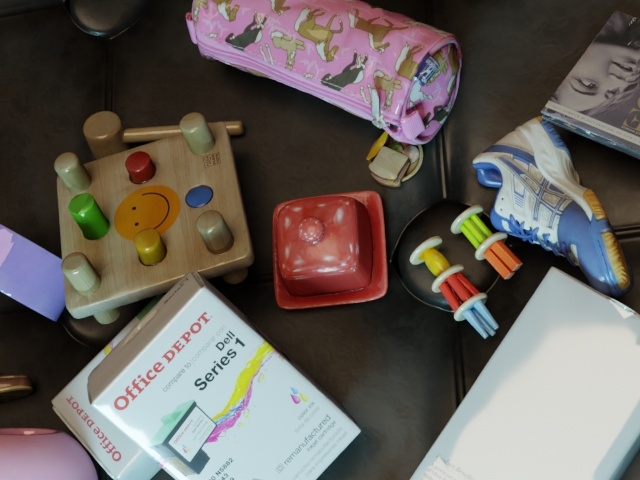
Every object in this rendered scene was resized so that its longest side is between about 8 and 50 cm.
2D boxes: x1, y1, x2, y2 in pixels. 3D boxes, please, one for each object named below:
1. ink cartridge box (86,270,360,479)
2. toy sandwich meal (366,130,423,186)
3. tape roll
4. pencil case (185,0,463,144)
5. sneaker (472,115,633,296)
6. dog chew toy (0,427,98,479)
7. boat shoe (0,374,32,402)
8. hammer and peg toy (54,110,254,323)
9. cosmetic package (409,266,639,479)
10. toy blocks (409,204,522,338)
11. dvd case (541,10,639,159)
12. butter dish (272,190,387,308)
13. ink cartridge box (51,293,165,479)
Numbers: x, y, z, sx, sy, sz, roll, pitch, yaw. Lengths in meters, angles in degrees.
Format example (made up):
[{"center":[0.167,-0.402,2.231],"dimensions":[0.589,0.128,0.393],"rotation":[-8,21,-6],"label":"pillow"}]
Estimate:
[{"center":[-0.123,0.205,1.502],"dimensions":[0.278,0.117,0.201],"rotation":[44,87,-14],"label":"ink cartridge box"},{"center":[0.101,-0.117,1.669],"dimensions":[0.086,0.029,0.085],"rotation":[-5,71,14],"label":"toy sandwich meal"},{"center":[-0.432,0.034,1.684],"dimensions":[0.189,0.189,0.080],"rotation":[25,81,22],"label":"tape roll"},{"center":[0.004,-0.269,1.681],"dimensions":[0.386,0.167,0.160],"rotation":[26,107,22],"label":"pencil case"},{"center":[0.290,-0.024,1.529],"dimensions":[0.131,0.112,0.296],"rotation":[-27,45,7],"label":"sneaker"},{"center":[-0.390,0.411,1.548],"dimensions":[0.207,0.206,0.331],"rotation":[0,87,16],"label":"dog chew toy"},{"center":[-0.493,0.200,1.713],"dimensions":[0.178,0.064,0.060],"rotation":[-6,72,17],"label":"boat shoe"},{"center":[-0.232,-0.076,1.652],"dimensions":[0.266,0.127,0.361],"rotation":[-17,51,4],"label":"hammer and peg toy"},{"center":[0.264,0.241,1.435],"dimensions":[0.197,0.155,0.365],"rotation":[34,83,22],"label":"cosmetic package"},{"center":[0.207,0.044,1.573],"dimensions":[0.123,0.054,0.148],"rotation":[-37,68,-1],"label":"toy blocks"},{"center":[0.411,-0.204,1.574],"dimensions":[0.165,0.018,0.221],"rotation":[27,60,21],"label":"dvd case"},{"center":[0.000,0.000,1.611],"dimensions":[0.160,0.118,0.160],"rotation":[-7,71,14],"label":"butter dish"},{"center":[-0.230,0.203,1.622],"dimensions":[0.212,0.093,0.154],"rotation":[-45,66,-5],"label":"ink cartridge box"}]
